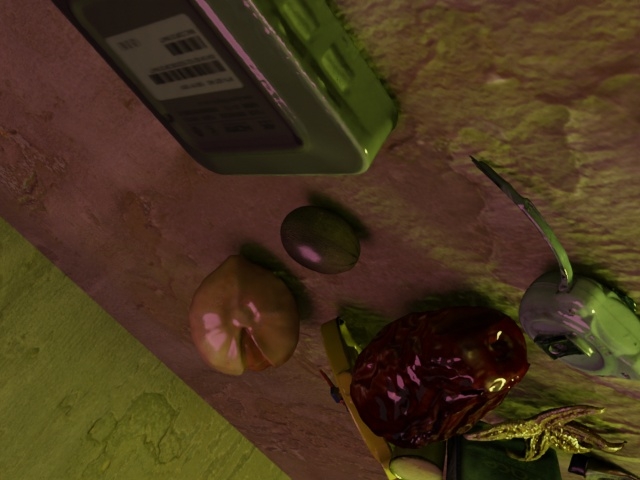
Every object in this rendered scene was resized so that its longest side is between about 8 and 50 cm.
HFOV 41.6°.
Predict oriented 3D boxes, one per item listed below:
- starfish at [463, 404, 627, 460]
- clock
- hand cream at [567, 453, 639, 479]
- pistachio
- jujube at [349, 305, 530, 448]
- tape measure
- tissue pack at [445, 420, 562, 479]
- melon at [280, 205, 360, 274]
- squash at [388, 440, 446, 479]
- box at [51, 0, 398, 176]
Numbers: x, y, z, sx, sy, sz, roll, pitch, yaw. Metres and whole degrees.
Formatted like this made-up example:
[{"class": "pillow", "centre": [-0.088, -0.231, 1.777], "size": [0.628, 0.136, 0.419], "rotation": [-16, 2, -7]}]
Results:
[{"class": "starfish", "centre": [0.342, 0.290, 1.285], "size": [0.238, 0.057, 0.213], "rotation": [9, 144, 0]}, {"class": "clock", "centre": [0.062, 0.281, 1.555], "size": [0.293, 0.071, 0.277], "rotation": [-87, -27, -77]}, {"class": "hand cream", "centre": [0.483, 0.392, 1.363], "size": [0.163, 0.039, 0.062], "rotation": [23, 151, 22]}, {"class": "pistachio", "centre": [-0.153, 0.155, 1.694], "size": [0.230, 0.230, 0.309], "rotation": [33, 161, 15]}, {"class": "jujube", "centre": [0.176, 0.200, 1.278], "size": [0.216, 0.216, 0.342], "rotation": [41, 152, -3]}, {"class": "tape measure", "centre": [0.254, 0.048, 0.996], "size": [0.330, 0.084, 0.164], "rotation": [42, 154, -9]}, {"class": "tissue pack", "centre": [0.297, 0.396, 1.361], "size": [0.185, 0.081, 0.257], "rotation": [20, -163, 4]}, {"class": "melon", "centre": [0.000, 0.000, 1.284], "size": [0.131, 0.098, 0.098], "rotation": [32, 157, 11]}, {"class": "squash", "centre": [0.183, 0.318, 1.478], "size": [0.094, 0.224, 0.094], "rotation": [8, 131, 10]}, {"class": "box", "centre": [-0.137, -0.238, 1.029], "size": [0.396, 0.111, 0.396], "rotation": [5, 141, 53]}]
